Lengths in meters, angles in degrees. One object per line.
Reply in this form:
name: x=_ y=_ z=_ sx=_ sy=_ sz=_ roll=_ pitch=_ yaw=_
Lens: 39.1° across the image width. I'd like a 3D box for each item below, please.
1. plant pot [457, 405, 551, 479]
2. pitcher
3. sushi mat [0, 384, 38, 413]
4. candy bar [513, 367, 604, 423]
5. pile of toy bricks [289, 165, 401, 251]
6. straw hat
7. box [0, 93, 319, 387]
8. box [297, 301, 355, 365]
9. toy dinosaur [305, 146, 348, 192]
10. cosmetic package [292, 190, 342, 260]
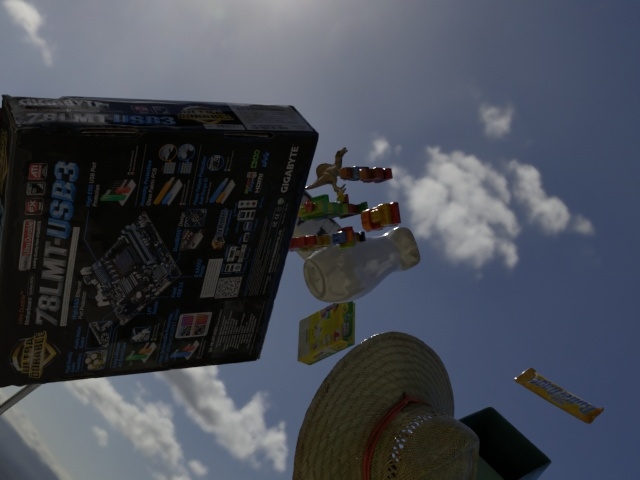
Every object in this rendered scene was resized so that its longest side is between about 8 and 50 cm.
plant pot: x=0.302 y=0.486 z=1.798 sx=0.166 sy=0.165 sz=0.234 roll=43 pitch=-59 yaw=30
pitcher: x=0.064 y=0.051 z=1.758 sx=0.178 sy=0.207 sz=0.125 roll=-32 pitch=-102 yaw=61
sushi mat: x=-0.576 y=0.301 z=1.664 sx=0.151 sy=0.316 sz=0.019 roll=-37 pitch=-87 yaw=32
candy bar: x=0.373 y=0.243 z=1.410 sx=0.161 sy=0.040 sz=0.018 roll=29 pitch=-39 yaw=54
pile of toy bricks: x=0.013 y=-0.046 z=1.351 sx=0.212 sy=0.105 sz=0.118 roll=-17 pitch=-102 yaw=48
straw hat: x=0.056 y=0.123 z=0.510 sx=0.061 sy=0.144 sz=0.144 roll=13 pitch=-43 yaw=43
box: x=-0.173 y=0.005 z=0.895 sx=0.073 sy=0.293 sz=0.295 roll=53 pitch=-44 yaw=46
box: x=0.020 y=0.199 z=1.994 sx=0.043 sy=0.105 sz=0.179 roll=23 pitch=-37 yaw=-30
toy dinosaur: x=0.023 y=-0.154 z=2.257 sx=0.093 sy=0.183 sz=0.053 roll=37 pitch=-30 yaw=12
cosmetic package: x=0.000 y=0.000 z=1.906 sx=0.239 sy=0.099 sz=0.060 roll=45 pitch=-40 yaw=-9
